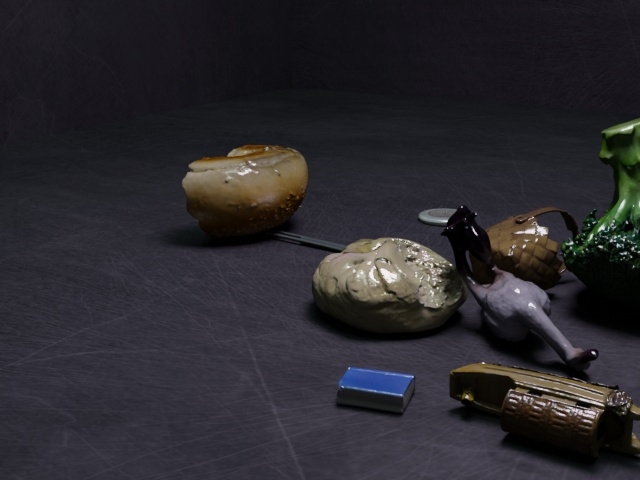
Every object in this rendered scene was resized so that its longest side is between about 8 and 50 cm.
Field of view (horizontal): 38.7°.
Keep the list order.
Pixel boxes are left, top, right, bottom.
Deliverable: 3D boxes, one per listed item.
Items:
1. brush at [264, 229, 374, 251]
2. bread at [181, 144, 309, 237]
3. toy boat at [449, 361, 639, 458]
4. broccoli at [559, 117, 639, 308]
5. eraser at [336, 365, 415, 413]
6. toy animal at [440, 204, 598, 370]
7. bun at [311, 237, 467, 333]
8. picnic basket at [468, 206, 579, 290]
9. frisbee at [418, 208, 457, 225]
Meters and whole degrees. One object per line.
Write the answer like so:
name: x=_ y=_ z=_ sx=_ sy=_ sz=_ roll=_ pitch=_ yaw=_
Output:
brush: x=0.000 y=0.000 z=1.713 sx=0.266 sy=0.027 sz=0.062 roll=11 pitch=20 yaw=34
bread: x=-0.117 y=-0.104 z=1.797 sx=0.192 sy=0.171 sz=0.314 roll=-4 pitch=13 yaw=19
toy boat: x=0.248 y=0.187 z=1.023 sx=0.226 sy=0.068 sz=0.088 roll=11 pitch=26 yaw=32
broccoli: x=0.491 y=-0.032 z=1.370 sx=0.298 sy=0.297 sz=0.297 roll=-18 pitch=2 yaw=1
eraser: x=0.068 y=0.181 z=1.114 sx=0.085 sy=0.027 sz=0.063 roll=5 pitch=19 yaw=18
toy animal: x=0.270 y=0.092 z=1.261 sx=0.090 sy=0.195 sz=0.324 roll=-37 pitch=54 yaw=0
bun: x=0.101 y=0.058 z=1.368 sx=0.237 sy=0.116 sz=0.210 roll=1 pitch=18 yaw=8
picnic basket: x=0.341 y=0.015 z=1.475 sx=0.179 sy=0.128 sz=0.138 roll=-26 pitch=28 yaw=-18
frisbee: x=0.258 y=-0.050 z=1.892 sx=0.110 sy=0.014 sz=0.110 roll=-1 pitch=17 yaw=0
